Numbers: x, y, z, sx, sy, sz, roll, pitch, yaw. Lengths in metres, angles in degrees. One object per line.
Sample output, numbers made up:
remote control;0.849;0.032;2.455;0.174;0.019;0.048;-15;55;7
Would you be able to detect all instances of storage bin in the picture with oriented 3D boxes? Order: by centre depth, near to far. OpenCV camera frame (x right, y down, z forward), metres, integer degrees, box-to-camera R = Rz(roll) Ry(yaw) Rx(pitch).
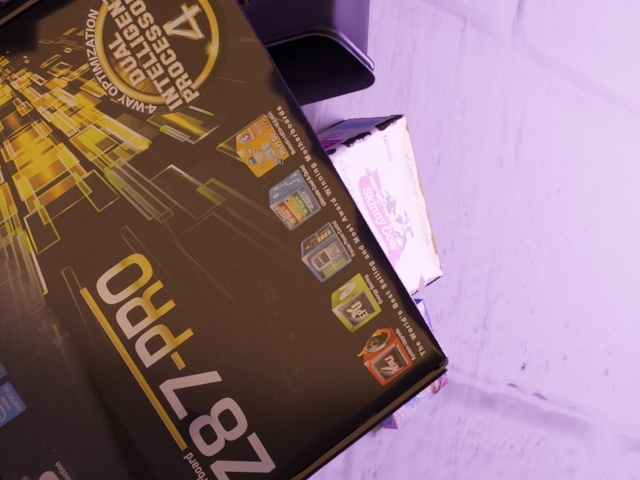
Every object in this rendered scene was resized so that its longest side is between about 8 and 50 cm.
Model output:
storage bin;-0.015;-0.171;1.631;0.098;0.135;0.091;38;51;-42

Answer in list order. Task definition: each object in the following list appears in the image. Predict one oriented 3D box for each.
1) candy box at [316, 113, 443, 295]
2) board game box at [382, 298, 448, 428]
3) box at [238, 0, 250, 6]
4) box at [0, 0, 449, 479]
candy box;0.000;0.000;1.683;0.233;0.071;0.159;-31;112;-46
board game box;0.077;0.114;1.812;0.090;0.020;0.090;-37;117;-42
box;-0.121;-0.381;1.545;0.322;0.079;0.257;46;57;-39
box;-0.136;0.015;1.344;0.318;0.097;0.395;-35;108;-16
